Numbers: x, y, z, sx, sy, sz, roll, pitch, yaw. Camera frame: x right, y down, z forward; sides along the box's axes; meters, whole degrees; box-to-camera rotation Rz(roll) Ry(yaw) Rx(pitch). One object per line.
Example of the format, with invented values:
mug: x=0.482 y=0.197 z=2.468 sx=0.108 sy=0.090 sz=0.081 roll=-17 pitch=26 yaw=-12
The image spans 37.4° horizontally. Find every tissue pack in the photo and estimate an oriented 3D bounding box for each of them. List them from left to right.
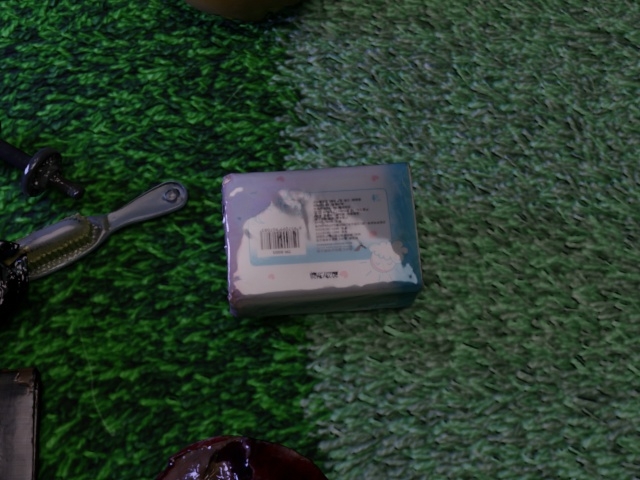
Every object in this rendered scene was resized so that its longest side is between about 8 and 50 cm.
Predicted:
tissue pack: x=0.000 y=0.002 z=1.330 sx=0.271 sy=0.124 sz=0.201 roll=-3 pitch=67 yaw=-5

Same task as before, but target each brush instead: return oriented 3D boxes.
brush: x=-0.331 y=-0.023 z=1.361 sx=0.297 sy=0.060 sz=0.068 roll=-26 pitch=69 yaw=-12

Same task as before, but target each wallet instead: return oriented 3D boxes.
wallet: x=-0.530 y=0.257 z=1.247 sx=0.317 sy=0.044 sz=0.169 roll=-3 pitch=70 yaw=-2

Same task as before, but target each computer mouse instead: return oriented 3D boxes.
computer mouse: x=-0.497 y=0.093 z=1.292 sx=0.242 sy=0.077 sz=0.146 roll=-42 pitch=77 yaw=-6

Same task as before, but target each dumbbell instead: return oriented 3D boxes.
dumbbell: x=-0.455 y=-0.127 z=1.388 sx=0.254 sy=0.081 sz=0.081 roll=29 pitch=70 yaw=9

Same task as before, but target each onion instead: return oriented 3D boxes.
onion: x=-0.104 y=0.365 z=1.142 sx=0.272 sy=0.195 sz=0.272 roll=-1 pitch=77 yaw=2

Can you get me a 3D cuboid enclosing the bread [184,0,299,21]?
bread: x=-0.118 y=-0.496 z=1.509 sx=0.333 sy=0.160 sz=0.333 roll=1 pitch=70 yaw=-2
